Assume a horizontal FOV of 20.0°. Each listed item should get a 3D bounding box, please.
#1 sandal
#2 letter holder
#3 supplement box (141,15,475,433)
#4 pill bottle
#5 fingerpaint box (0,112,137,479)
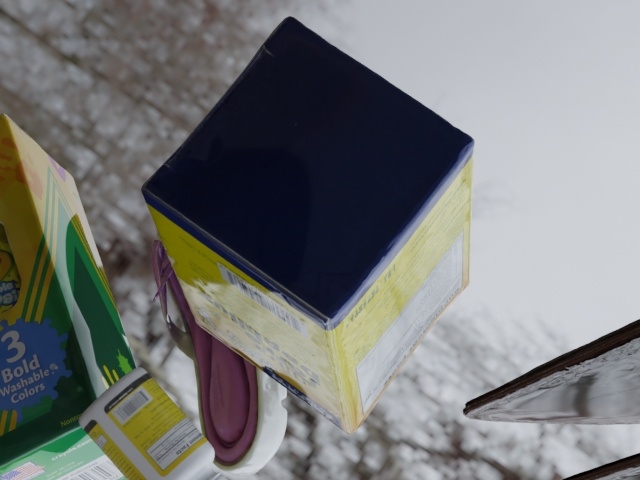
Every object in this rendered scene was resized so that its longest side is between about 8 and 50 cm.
[{"bbox_3d":[-0.133,0.066,2.056,0.169,0.102,0.416,-47,-132,34],"label":"sandal"},{"bbox_3d":[0.265,0.146,1.132,0.214,0.302,0.152,-30,-117,49],"label":"letter holder"},{"bbox_3d":[0.000,0.000,1.582,0.194,0.195,0.356,-51,164,-14],"label":"supplement box"},{"bbox_3d":[-0.120,0.157,1.354,0.065,0.116,0.065,-41,175,-4],"label":"pill bottle"},{"bbox_3d":[-0.427,0.142,1.832,0.445,0.163,0.371,-27,-121,8],"label":"fingerpaint box"}]
